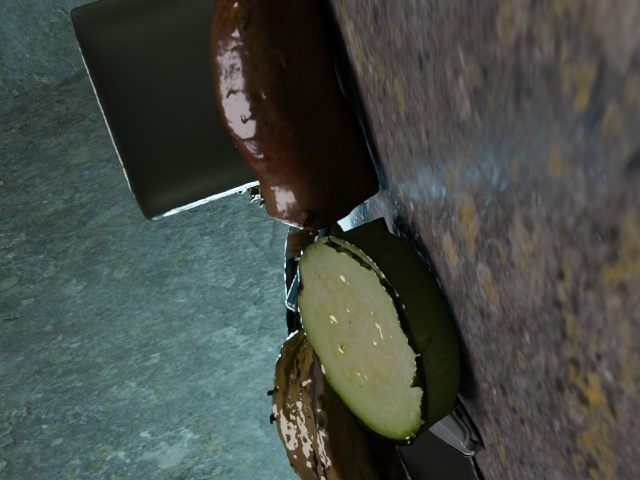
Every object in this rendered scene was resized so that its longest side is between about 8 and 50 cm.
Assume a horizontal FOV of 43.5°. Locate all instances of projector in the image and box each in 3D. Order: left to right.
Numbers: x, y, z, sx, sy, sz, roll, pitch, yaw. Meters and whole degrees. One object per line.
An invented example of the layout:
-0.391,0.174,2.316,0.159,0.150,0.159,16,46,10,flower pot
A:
-0.125,-0.182,0.961,0.248,0.249,0.248,-135,26,-83,projector

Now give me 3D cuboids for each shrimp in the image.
0.013,0.090,1.301,0.222,0.054,0.290,45,-141,-40,shrimp

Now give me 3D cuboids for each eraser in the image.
0.162,0.327,0.881,0.111,0.077,0.353,68,179,-53,eraser

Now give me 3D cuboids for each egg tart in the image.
0.028,0.224,1.086,0.352,0.150,0.352,-9,-90,-72,egg tart

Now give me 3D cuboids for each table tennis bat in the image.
0.000,0.000,1.071,0.124,0.033,0.201,93,-164,-82,table tennis bat

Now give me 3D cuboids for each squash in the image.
0.076,0.082,0.779,0.220,0.133,0.220,55,156,40,squash

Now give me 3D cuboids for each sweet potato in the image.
-0.047,-0.171,0.767,0.131,0.131,0.337,-118,7,-71,sweet potato

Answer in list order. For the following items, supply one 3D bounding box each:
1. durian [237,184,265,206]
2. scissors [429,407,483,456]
-0.057,-0.122,1.237,0.260,0.186,0.154,49,-157,-58,durian
0.110,0.174,0.866,0.027,0.101,0.204,37,-179,-27,scissors
